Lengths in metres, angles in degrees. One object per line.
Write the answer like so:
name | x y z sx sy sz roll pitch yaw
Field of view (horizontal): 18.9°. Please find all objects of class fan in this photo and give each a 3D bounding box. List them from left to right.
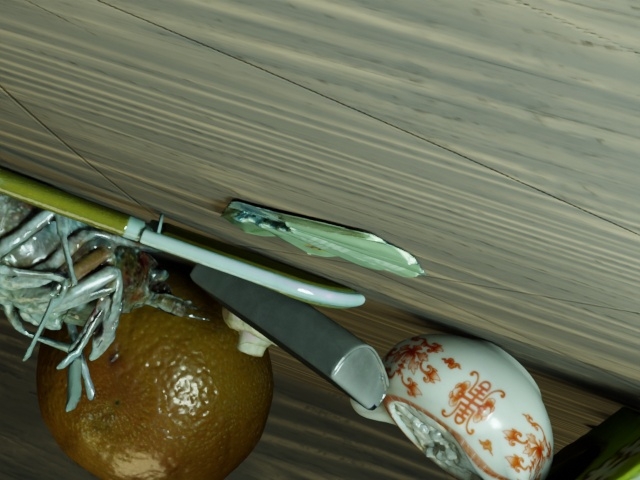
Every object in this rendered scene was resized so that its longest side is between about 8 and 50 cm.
fan | 0.000 0.000 1.266 0.131 0.009 0.240 21 174 -24

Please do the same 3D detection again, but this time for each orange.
orange | -0.173 0.146 2.013 0.264 0.264 0.264 21 174 2

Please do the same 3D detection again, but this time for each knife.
knife | -0.123 -0.008 1.519 0.343 0.027 0.061 20 -171 -6

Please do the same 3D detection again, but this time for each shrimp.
shrimp | -0.271 0.011 1.635 0.410 0.166 0.221 39 167 -32

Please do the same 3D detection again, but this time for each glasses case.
glasses case | -0.025 0.069 1.554 0.190 0.042 0.072 33 165 39

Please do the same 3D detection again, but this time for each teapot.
teapot | 0.110 0.140 1.558 0.159 0.116 0.245 38 165 -29

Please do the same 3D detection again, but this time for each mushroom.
mushroom | -0.054 0.076 1.813 0.083 0.067 0.083 19 -179 0

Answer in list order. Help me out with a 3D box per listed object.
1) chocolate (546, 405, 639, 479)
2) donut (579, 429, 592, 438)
chocolate | 0.197 0.266 1.535 0.137 0.301 0.289 54 179 -1
donut | 0.350 0.257 2.043 0.174 0.068 0.174 21 173 3
